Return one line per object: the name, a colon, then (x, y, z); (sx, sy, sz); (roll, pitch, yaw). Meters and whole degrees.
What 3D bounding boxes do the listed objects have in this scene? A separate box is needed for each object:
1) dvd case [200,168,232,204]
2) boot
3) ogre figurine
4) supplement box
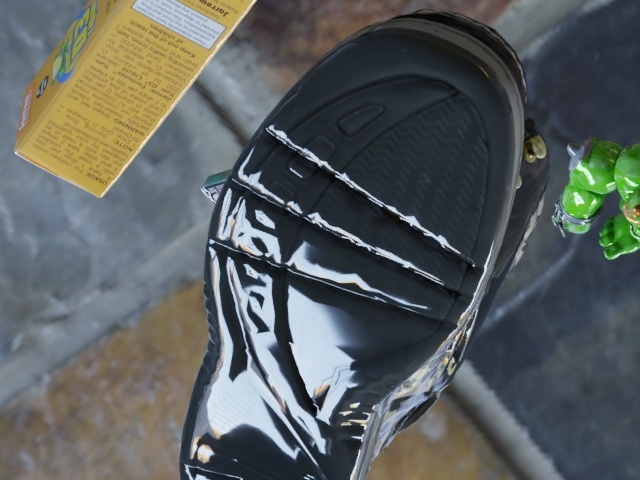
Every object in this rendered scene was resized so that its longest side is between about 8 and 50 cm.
dvd case: (0.000, 0.000, 0.978); (0.087, 0.013, 0.119); (-17, 122, 32)
boot: (0.032, -0.014, 0.612); (0.085, 0.178, 0.236); (28, 133, 9)
ogre figurine: (0.261, -0.031, 1.324); (0.197, 0.097, 0.118); (31, 164, 38)
supplement box: (-0.120, -0.139, 1.189); (0.080, 0.078, 0.233); (25, 125, -21)
